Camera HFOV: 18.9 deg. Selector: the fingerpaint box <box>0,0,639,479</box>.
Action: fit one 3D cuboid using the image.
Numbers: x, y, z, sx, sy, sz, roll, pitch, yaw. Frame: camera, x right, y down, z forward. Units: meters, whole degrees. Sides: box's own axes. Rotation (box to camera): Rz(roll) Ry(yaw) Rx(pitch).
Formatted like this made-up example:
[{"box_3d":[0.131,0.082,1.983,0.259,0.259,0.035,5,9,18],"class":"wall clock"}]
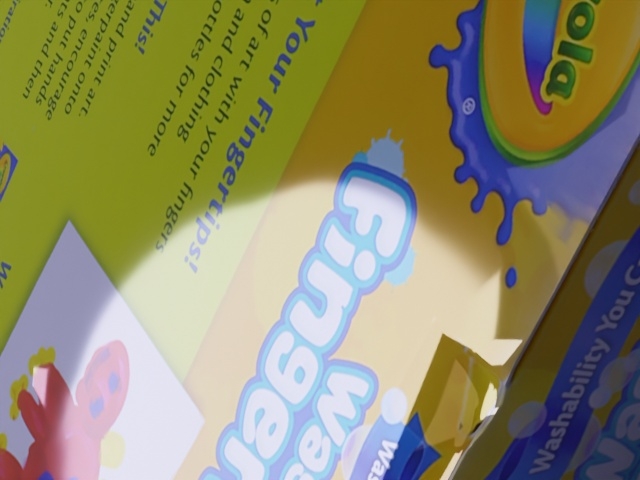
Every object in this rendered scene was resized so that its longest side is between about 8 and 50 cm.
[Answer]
[{"box_3d":[0.000,0.000,0.730,0.371,0.163,0.445,44,116,45],"class":"fingerpaint box"}]
